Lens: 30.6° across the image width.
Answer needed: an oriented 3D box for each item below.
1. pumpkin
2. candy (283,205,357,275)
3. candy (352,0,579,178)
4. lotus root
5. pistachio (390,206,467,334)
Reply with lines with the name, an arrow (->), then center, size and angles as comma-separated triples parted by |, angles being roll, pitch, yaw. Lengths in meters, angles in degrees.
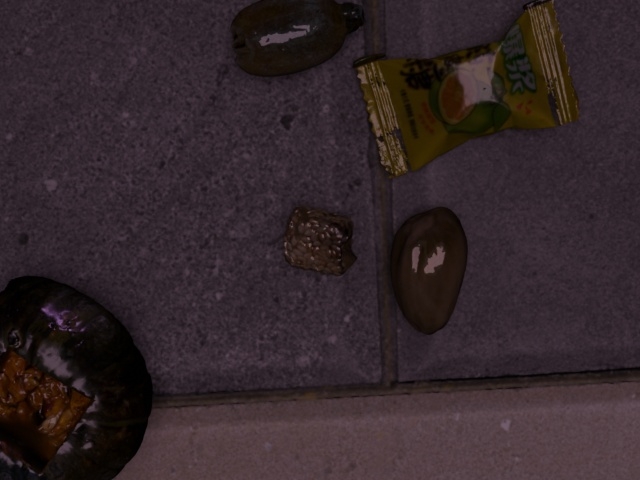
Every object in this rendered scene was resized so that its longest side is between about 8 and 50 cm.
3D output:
pumpkin -> -0.388, 0.218, 1.610 | 0.320, 0.192, 0.320 | 0, 96, -5
candy -> 0.000, 0.000, 1.671 | 0.110, 0.085, 0.095 | 8, 100, 6
candy -> 0.210, -0.216, 1.669 | 0.297, 0.081, 0.187 | -15, 95, 9
lotus root -> -0.031, -0.295, 1.645 | 0.192, 0.088, 0.113 | -14, 88, -2
pistachio -> 0.156, 0.043, 1.675 | 0.108, 0.126, 0.185 | 14, 99, 39
